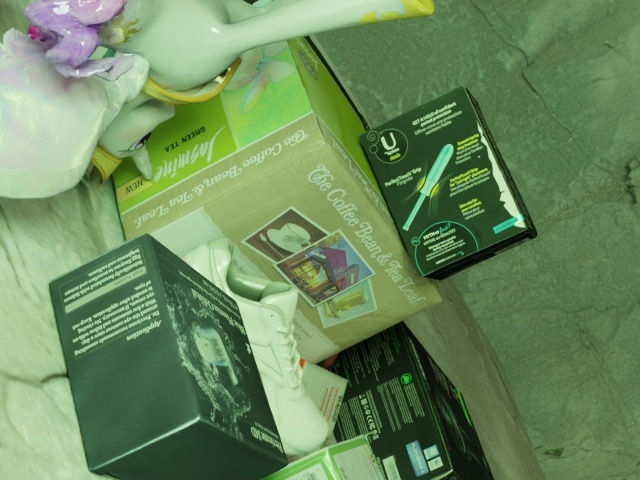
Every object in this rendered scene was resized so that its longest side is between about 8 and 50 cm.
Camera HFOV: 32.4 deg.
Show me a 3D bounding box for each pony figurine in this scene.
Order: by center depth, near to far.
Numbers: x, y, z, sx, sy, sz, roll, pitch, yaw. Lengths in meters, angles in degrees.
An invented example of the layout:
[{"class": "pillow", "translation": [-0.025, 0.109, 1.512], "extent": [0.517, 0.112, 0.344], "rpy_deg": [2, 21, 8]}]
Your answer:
[{"class": "pony figurine", "translation": [-0.153, -0.171, 0.825], "extent": [0.351, 0.363, 0.302], "rpy_deg": [24, 45, -49]}]

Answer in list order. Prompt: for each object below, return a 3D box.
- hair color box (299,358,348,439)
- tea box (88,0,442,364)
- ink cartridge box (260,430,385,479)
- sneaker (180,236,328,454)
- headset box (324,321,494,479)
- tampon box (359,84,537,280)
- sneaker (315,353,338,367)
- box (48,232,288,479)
[{"class": "hair color box", "translation": [-0.019, 0.167, 1.176], "extent": [0.141, 0.043, 0.072], "rpy_deg": [40, 66, -64]}, {"class": "tea box", "translation": [-0.061, -0.080, 1.194], "extent": [0.329, 0.220, 0.323], "rpy_deg": [50, 16, -51]}, {"class": "ink cartridge box", "translation": [-0.005, 0.228, 0.999], "extent": [0.062, 0.109, 0.209], "rpy_deg": [65, 10, 11]}, {"class": "sneaker", "translation": [-0.054, 0.096, 1.009], "extent": [0.232, 0.115, 0.090], "rpy_deg": [51, 14, -15]}, {"class": "headset box", "translation": [0.129, 0.278, 1.457], "extent": [0.283, 0.131, 0.246], "rpy_deg": [52, 16, -48]}, {"class": "tampon box", "translation": [0.133, -0.056, 1.133], "extent": [0.161, 0.120, 0.101], "rpy_deg": [68, 13, 11]}, {"class": "sneaker", "translation": [0.043, 0.055, 1.422], "extent": [0.135, 0.097, 0.276], "rpy_deg": [26, 51, -14]}, {"class": "box", "translation": [-0.113, 0.103, 0.837], "extent": [0.156, 0.093, 0.158], "rpy_deg": [45, 21, -58]}]
